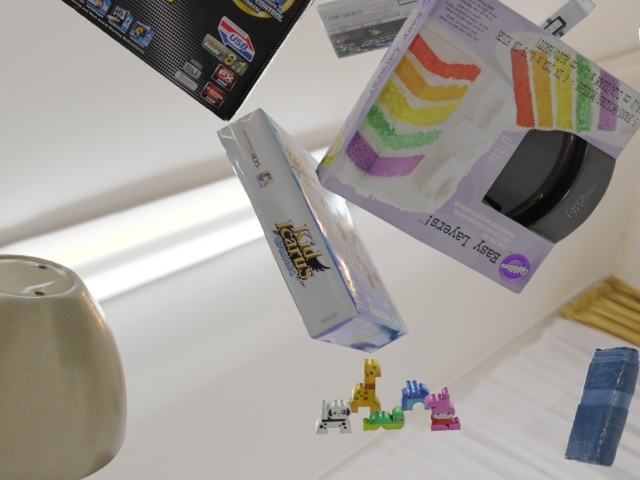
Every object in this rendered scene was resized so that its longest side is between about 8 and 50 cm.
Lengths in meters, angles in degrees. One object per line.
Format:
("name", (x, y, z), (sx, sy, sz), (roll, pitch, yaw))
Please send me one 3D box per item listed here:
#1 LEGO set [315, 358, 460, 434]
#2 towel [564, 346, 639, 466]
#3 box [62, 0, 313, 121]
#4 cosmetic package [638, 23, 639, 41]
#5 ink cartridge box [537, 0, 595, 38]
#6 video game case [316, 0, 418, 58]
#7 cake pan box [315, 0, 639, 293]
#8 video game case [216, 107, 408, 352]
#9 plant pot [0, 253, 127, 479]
("LEGO set", (0.103, 0.241, 1.530), (0.087, 0.227, 0.093), (-96, 4, -66))
("towel", (0.280, 0.163, 0.948), (0.119, 0.029, 0.067), (-69, 13, -14))
("box", (-0.146, -0.287, 1.017), (0.216, 0.270, 0.060), (-49, 7, 36))
("cosmetic package", (0.587, -0.257, 1.440), (0.151, 0.151, 0.184), (-33, -55, -21))
("ink cartridge box", (0.277, -0.253, 1.130), (0.083, 0.028, 0.048), (-39, 4, 37))
("video game case", (0.103, -0.361, 1.583), (0.173, 0.190, 0.022), (50, -151, -72))
("cake pan box", (0.167, -0.102, 0.982), (0.267, 0.070, 0.246), (29, -73, -17))
("video game case", (0.000, 0.000, 1.093), (0.061, 0.244, 0.269), (-29, -16, 9))
("plant pot", (-0.351, 0.126, 1.102), (0.284, 0.284, 0.191), (-11, -60, -53))
